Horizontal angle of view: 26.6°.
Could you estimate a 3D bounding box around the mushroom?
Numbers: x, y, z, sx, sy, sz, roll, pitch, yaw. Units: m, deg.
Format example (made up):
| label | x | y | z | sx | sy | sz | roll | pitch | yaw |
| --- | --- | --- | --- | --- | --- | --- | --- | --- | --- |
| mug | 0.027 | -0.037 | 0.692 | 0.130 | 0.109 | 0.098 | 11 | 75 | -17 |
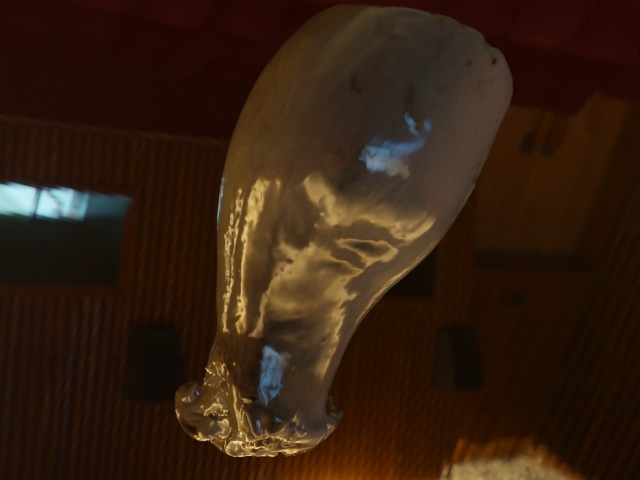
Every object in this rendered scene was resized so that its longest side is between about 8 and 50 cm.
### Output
| label | x | y | z | sx | sy | sz | roll | pitch | yaw |
| --- | --- | --- | --- | --- | --- | --- | --- | --- | --- |
| mushroom | 0.000 | 0.000 | 0.605 | 0.116 | 0.225 | 0.093 | 22 | -170 | -24 |
